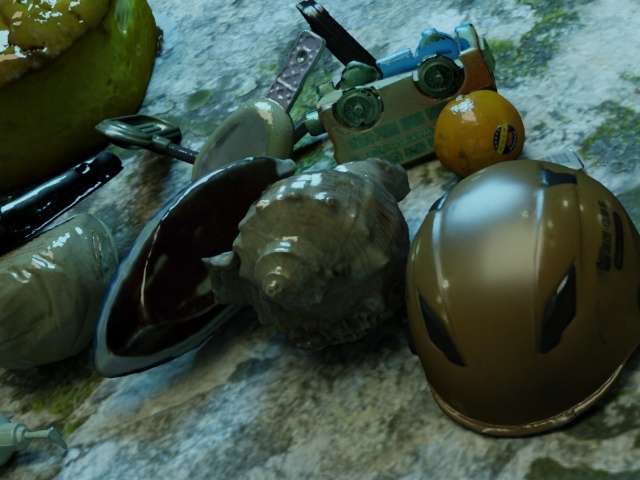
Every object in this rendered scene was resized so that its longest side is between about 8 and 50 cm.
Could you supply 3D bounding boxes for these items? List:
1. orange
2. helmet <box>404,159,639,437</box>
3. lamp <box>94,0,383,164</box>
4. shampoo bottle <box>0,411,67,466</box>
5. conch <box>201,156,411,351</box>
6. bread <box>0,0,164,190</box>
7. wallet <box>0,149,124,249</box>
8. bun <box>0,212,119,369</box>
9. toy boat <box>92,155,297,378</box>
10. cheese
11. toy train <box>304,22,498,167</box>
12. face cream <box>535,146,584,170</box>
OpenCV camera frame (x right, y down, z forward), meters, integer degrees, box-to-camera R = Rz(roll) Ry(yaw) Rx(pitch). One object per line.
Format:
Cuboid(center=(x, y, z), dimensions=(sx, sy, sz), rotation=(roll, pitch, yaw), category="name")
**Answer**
Cuboid(center=(0.140, -0.094, 1.278), dimensions=(0.083, 0.083, 0.083), rotation=(-19, 35, 14), category="orange")
Cuboid(center=(0.145, 0.023, 1.076), dimensions=(0.198, 0.130, 0.224), rotation=(-13, 38, 28), category="helmet")
Cuboid(center=(-0.076, -0.148, 1.508), dimensions=(0.283, 0.124, 0.203), rotation=(-29, 13, 5), category="lamp")
Cuboid(center=(-0.314, 0.177, 1.272), dimensions=(0.195, 0.056, 0.056), rotation=(-10, 38, 28), category="shampoo bottle")
Cuboid(center=(0.000, 0.000, 1.187), dimensions=(0.178, 0.163, 0.245), rotation=(3, 27, 24), category="conch")
Cuboid(center=(-0.377, -0.226, 1.714), dimensions=(0.398, 0.215, 0.398), rotation=(-19, 36, 14), category="bread")
Cuboid(center=(-0.337, -0.012, 1.466), dimensions=(0.318, 0.045, 0.172), rotation=(-20, 15, 46), category="wallet")
Cuboid(center=(-0.256, 0.056, 1.337), dimensions=(0.166, 0.113, 0.173), rotation=(-32, 10, -13), category="bun")
Cuboid(center=(-0.113, 0.022, 1.295), dimensions=(0.262, 0.114, 0.115), rotation=(-49, 4, -31), category="toy boat")
Cuboid(center=(-0.051, -0.115, 1.385), dimensions=(0.097, 0.037, 0.192), rotation=(35, 101, 27), category="cheese")
Cuboid(center=(0.080, -0.130, 1.352), dimensions=(0.188, 0.099, 0.072), rotation=(-22, 31, 13), category="toy train")
Cuboid(center=(0.172, -0.051, 1.249), dimensions=(0.115, 0.020, 0.038), rotation=(-25, 33, 5), category="face cream")
